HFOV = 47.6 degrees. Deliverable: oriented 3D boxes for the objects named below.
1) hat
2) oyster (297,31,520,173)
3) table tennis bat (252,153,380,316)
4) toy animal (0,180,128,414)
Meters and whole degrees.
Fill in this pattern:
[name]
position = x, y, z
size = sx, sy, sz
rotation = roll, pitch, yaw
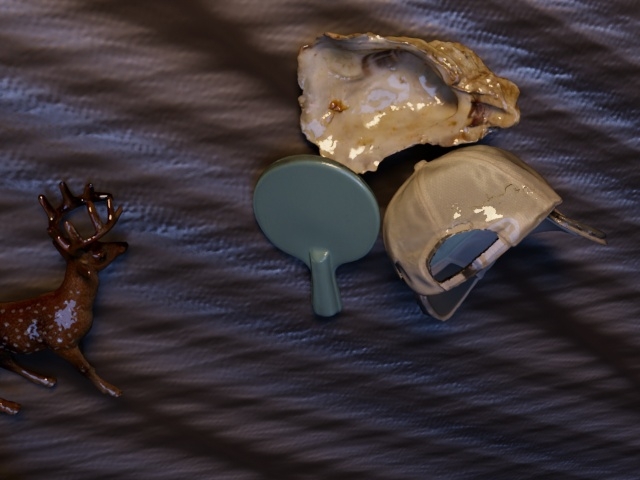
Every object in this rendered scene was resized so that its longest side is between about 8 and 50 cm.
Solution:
[hat]
position = 0.190, -0.017, 0.839
size = 0.232, 0.161, 0.275
rotation = -27, 156, 34
[oyster]
position = 0.092, -0.156, 0.778
size = 0.232, 0.107, 0.162
rotation = 2, 131, 3
[table tennis bat]
position = 0.000, 0.000, 0.846
size = 0.149, 0.038, 0.237
rotation = 5, 132, 14
[toy animal]
position = -0.307, 0.078, 0.801
size = 0.243, 0.087, 0.260
rotation = -18, 125, -7
